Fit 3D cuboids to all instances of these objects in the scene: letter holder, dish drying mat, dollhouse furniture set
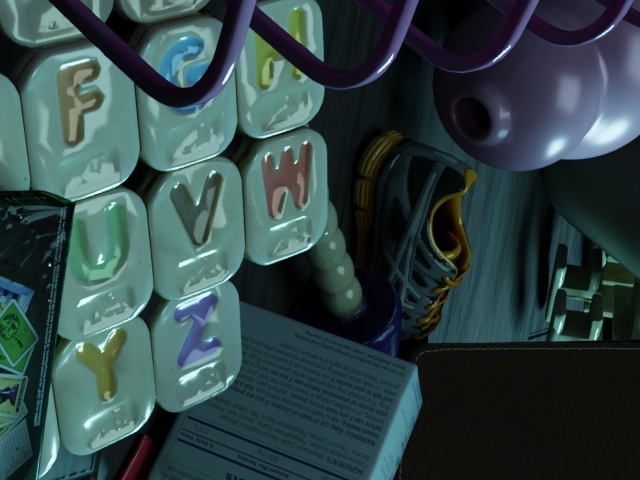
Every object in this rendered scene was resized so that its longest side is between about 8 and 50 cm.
[{"bbox_3d":[0.149,0.232,0.968,0.152,0.214,0.302,139,-49,-81],"label":"letter holder"},{"bbox_3d":[-0.116,0.157,0.720,0.083,0.008,0.032,-63,149,-24],"label":"dish drying mat"},{"bbox_3d":[0.359,0.085,1.367,0.242,0.212,0.161,-73,169,-49],"label":"dollhouse furniture set"}]

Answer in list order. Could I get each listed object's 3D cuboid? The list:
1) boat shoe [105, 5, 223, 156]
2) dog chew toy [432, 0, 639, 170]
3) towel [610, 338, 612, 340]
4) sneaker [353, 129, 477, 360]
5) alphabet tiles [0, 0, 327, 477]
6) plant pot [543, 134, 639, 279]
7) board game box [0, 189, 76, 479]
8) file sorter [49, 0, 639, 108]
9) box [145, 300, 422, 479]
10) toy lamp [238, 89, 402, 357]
[{"bbox_3d":[-0.079,-0.106,0.613,0.060,0.064,0.178,-53,142,-35],"label":"boat shoe"},{"bbox_3d":[0.211,-0.162,1.000,0.332,0.206,0.207,-35,132,-41],"label":"dog chew toy"},{"bbox_3d":[0.391,0.320,1.665,0.320,0.090,0.375,-50,142,-36],"label":"towel"},{"bbox_3d":[0.072,0.025,0.935,0.084,0.083,0.215,-43,139,-49],"label":"sneaker"},{"bbox_3d":[-0.107,-0.022,0.554,0.284,0.021,0.278,-21,122,-36],"label":"alphabet tiles"},{"bbox_3d":[0.386,-0.070,1.217,0.323,0.280,0.323,-17,119,-34],"label":"plant pot"},{"bbox_3d":[-0.179,0.107,0.504,0.136,0.030,0.260,-5,111,-47],"label":"board game box"},{"bbox_3d":[0.037,-0.178,0.446,0.290,0.182,0.202,-16,138,-41],"label":"file sorter"},{"bbox_3d":[-0.020,0.126,0.752,0.072,0.126,0.137,74,38,-64],"label":"box"},{"bbox_3d":[0.000,0.000,0.796,0.080,0.080,0.275,-59,146,-30],"label":"toy lamp"}]
